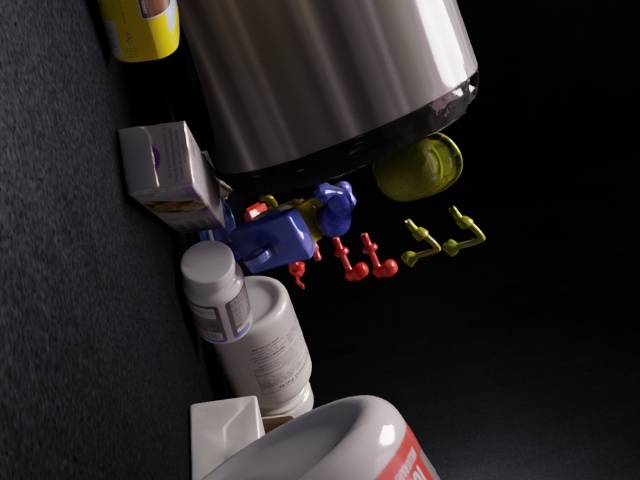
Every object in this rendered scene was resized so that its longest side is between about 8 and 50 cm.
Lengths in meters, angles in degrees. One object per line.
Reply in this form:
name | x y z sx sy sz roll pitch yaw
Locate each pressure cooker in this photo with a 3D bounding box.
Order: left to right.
pressure cooker | -0.032 -0.307 0.960 0.375 0.370 0.420 -42 116 -49

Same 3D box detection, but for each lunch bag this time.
lunch bag | -0.160 -0.007 1.146 0.067 0.065 0.098 -130 -154 -54

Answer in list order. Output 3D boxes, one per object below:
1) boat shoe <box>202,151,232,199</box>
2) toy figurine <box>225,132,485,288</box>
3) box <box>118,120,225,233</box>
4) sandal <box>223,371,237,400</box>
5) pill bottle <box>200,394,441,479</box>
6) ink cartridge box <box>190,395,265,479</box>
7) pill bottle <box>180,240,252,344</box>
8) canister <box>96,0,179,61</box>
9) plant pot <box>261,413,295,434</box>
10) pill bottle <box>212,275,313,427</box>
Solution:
boat shoe | -0.185 -0.106 1.325 0.081 0.068 0.228 41 0 -11
toy figurine | 0.000 0.000 1.011 0.217 0.363 0.191 -34 106 -49
box | -0.153 -0.059 0.857 0.324 0.063 0.067 112 -30 -85
sandal | -0.122 0.299 1.304 0.097 0.055 0.254 111 -31 -84
pill bottle | 0.051 0.314 0.551 0.363 0.210 0.210 59 -2 -2
ink cartridge box | -0.089 0.302 0.893 0.134 0.078 0.231 -101 -176 -48
pill bottle | -0.132 0.066 0.988 0.137 0.078 0.078 85 -5 -52
canister | -0.174 -0.263 0.698 0.170 0.073 0.126 86 -6 -48
plant pot | -0.089 0.335 1.172 0.096 0.109 0.109 105 -22 -57
pill bottle | -0.085 0.177 1.185 0.131 0.131 0.229 -103 178 -54
